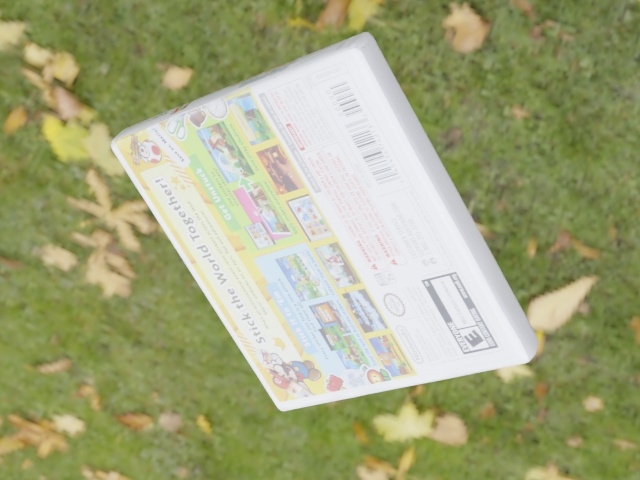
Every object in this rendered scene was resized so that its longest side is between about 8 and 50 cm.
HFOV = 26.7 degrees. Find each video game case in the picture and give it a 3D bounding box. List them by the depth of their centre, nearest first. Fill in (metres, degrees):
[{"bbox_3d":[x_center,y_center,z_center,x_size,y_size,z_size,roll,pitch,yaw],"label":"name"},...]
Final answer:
[{"bbox_3d":[0.000,0.000,0.851,0.206,0.026,0.227,-16,114,37],"label":"video game case"}]
